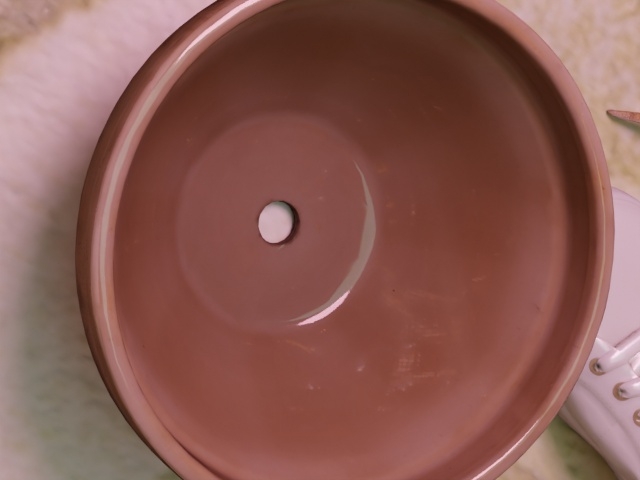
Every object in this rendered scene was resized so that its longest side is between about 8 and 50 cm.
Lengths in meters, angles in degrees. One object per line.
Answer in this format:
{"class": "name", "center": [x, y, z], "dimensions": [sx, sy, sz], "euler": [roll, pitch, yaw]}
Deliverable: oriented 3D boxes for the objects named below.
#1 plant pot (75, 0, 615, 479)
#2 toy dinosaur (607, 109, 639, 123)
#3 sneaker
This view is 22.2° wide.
{"class": "plant pot", "center": [0.000, 0.000, 0.708], "dimensions": [0.237, 0.110, 0.237], "euler": [-4, 99, -24]}
{"class": "toy dinosaur", "center": [0.247, 0.000, 0.842], "dimensions": [0.112, 0.064, 0.211], "euler": [-31, 99, -29]}
{"class": "sneaker", "center": [0.197, 0.099, 0.809], "dimensions": [0.106, 0.123, 0.290], "euler": [-34, 109, -15]}
